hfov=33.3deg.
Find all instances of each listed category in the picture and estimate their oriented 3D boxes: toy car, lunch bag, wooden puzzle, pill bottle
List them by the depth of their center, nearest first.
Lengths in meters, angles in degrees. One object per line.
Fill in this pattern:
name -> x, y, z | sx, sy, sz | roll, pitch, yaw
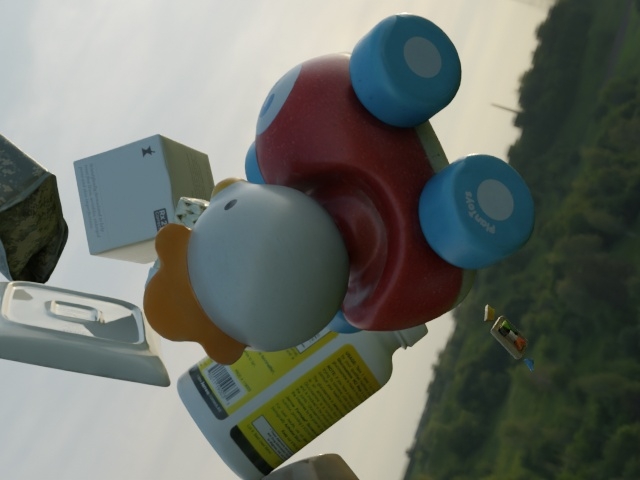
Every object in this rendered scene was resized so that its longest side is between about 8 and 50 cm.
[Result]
toy car -> -0.023, -0.012, 0.739 | 0.238, 0.210, 0.219 | -23, -6, -33
pill bottle -> -0.021, 0.174, 1.514 | 0.334, 0.188, 0.188 | -36, -14, -4
wooden puzzle -> 0.313, 0.158, 1.758 | 0.014, 0.116, 0.078 | -46, 1, 27
lunch bag -> -0.600, -0.060, 1.980 | 0.169, 0.235, 0.287 | -43, -22, -28

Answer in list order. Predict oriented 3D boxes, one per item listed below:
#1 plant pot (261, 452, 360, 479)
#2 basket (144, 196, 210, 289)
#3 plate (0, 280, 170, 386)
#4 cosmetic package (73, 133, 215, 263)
plant pot -> 0.001, 0.529, 1.824 | 0.323, 0.323, 0.280 | 89, 159, -66
basket -> -0.080, 0.025, 1.107 | 0.113, 0.167, 0.103 | 3, -77, -82
plate -> -0.353, 0.120, 1.520 | 0.278, 0.277, 0.045 | -131, 55, -71
cosmetic package -> -0.258, -0.058, 1.637 | 0.183, 0.151, 0.151 | 19, -123, -71
